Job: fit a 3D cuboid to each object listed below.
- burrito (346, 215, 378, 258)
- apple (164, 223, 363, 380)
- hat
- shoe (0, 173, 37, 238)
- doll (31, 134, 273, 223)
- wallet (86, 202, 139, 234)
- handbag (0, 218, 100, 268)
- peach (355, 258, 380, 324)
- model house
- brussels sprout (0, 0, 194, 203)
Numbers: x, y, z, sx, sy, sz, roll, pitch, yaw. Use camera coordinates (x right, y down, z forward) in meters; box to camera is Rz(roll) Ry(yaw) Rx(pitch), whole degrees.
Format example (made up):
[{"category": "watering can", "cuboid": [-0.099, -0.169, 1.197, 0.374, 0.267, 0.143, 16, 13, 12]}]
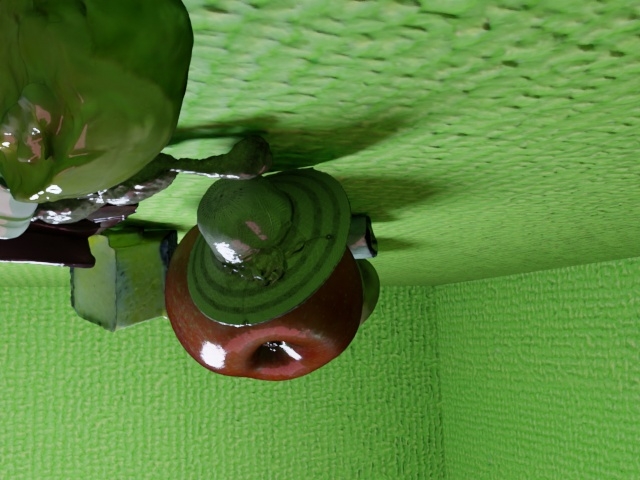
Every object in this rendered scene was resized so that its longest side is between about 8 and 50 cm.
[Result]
[{"category": "burrito", "cuboid": [0.000, 0.000, 1.332, 0.229, 0.089, 0.144, -4, 157, 11]}, {"category": "apple", "cuboid": [-0.099, 0.097, 1.148, 0.349, 0.277, 0.348, -9, 143, -7]}, {"category": "hat", "cuboid": [-0.093, -0.026, 0.816, 0.252, 0.252, 0.110, -6, 145, 28]}, {"category": "shoe", "cuboid": [-0.395, -0.094, 0.626, 0.265, 0.095, 0.110, 25, 119, -40]}, {"category": "doll", "cuboid": [-0.213, -0.074, 0.754, 0.286, 0.091, 0.203, 6, -149, 36]}, {"category": "wallet", "cuboid": [-0.411, -0.042, 1.118, 0.137, 0.031, 0.255, 4, 170, -36]}, {"category": "handbag", "cuboid": [-0.419, -0.030, 0.857, 0.203, 0.074, 0.216, 10, -170, -43]}, {"category": "peach", "cuboid": [0.006, 0.134, 1.686, 0.292, 0.247, 0.292, -24, 172, -4]}, {"category": "model house", "cuboid": [-0.385, 0.063, 1.348, 0.170, 0.194, 0.211, 9, -168, 40]}, {"category": "brussels sprout", "cuboid": [-0.142, -0.100, 0.406, 0.122, 0.149, 0.151, -14, -139, -39]}]
